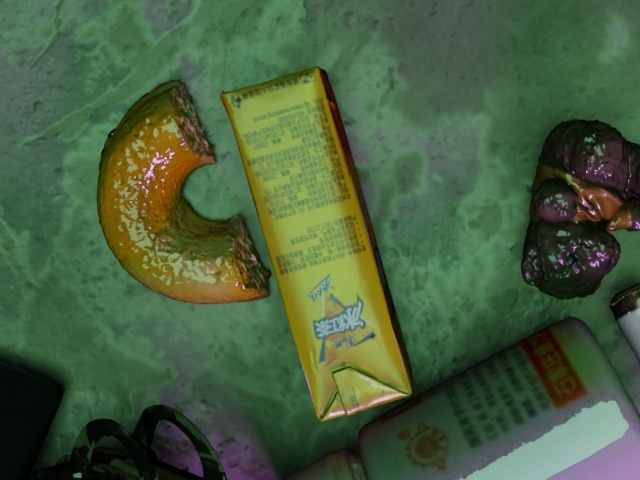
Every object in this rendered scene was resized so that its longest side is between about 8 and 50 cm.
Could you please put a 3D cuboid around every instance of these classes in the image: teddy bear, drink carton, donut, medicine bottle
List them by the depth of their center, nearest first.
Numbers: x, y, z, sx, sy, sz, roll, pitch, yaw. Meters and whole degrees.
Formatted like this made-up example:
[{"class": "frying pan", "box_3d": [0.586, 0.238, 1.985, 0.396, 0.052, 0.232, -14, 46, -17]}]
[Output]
[{"class": "medicine bottle", "box_3d": [0.151, 0.259, 1.660, 0.388, 0.219, 0.219, -30, 92, 6]}, {"class": "teddy bear", "box_3d": [0.274, -0.030, 1.678, 0.140, 0.177, 0.190, 23, 97, 46]}, {"class": "drink carton", "box_3d": [0.000, 0.000, 1.678, 0.111, 0.154, 0.351, -15, 94, 4]}, {"class": "donut", "box_3d": [-0.171, -0.027, 1.722, 0.152, 0.101, 0.259, -23, 97, 10]}]

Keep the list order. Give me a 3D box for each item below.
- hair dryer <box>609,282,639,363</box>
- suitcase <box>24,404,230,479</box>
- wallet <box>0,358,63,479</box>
[{"class": "hair dryer", "box_3d": [0.401, 0.187, 1.664, 0.128, 0.203, 0.362, -30, 82, 5]}, {"class": "suitcase", "box_3d": [-0.166, 0.338, 1.627, 0.194, 0.351, 0.339, -6, 99, -37]}, {"class": "wallet", "box_3d": [-0.447, 0.300, 1.690, 0.228, 0.062, 0.406, 18, 67, 3]}]
